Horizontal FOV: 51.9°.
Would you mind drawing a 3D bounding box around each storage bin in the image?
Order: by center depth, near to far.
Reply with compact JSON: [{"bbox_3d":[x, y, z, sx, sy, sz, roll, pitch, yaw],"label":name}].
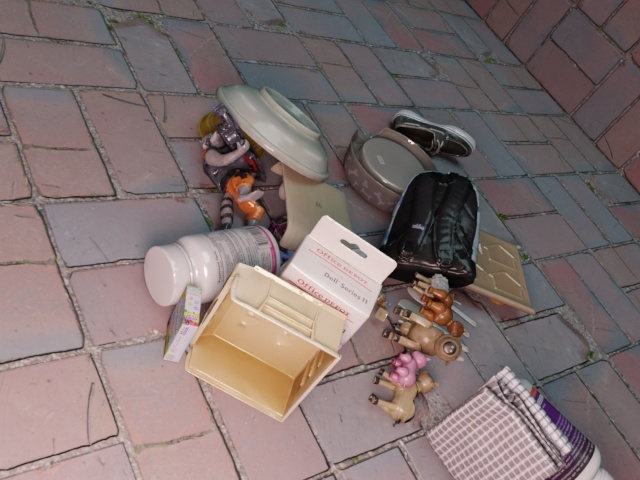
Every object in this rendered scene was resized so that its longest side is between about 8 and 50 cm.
[{"bbox_3d":[-0.120,0.212,1.370,0.260,0.262,0.123,30,39,-8],"label":"storage bin"}]

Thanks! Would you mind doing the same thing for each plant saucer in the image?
[{"bbox_3d":[-0.109,-0.332,1.867,0.400,0.100,0.400,38,17,-13],"label":"plant saucer"}]

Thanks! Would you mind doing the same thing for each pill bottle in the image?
[{"bbox_3d":[-0.246,0.058,1.512,0.283,0.160,0.160,-10,58,-41],"label":"pill bottle"},{"bbox_3d":[0.553,0.510,1.624,0.323,0.181,0.181,44,40,10],"label":"pill bottle"}]

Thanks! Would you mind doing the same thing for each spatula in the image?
[{"bbox_3d":[0.347,0.206,1.905,0.242,0.019,0.168,37,38,1],"label":"spatula"}]

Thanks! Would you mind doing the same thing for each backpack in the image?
[{"bbox_3d":[0.334,-0.040,1.929,0.290,0.273,0.355,7,69,13],"label":"backpack"}]

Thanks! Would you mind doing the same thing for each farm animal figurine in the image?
[{"bbox_3d":[0.259,0.270,1.630,0.172,0.330,0.327,27,12,-7],"label":"farm animal figurine"}]

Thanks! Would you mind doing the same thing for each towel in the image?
[{"bbox_3d":[0.388,0.459,1.476,0.121,0.283,0.235,-14,59,-42],"label":"towel"}]

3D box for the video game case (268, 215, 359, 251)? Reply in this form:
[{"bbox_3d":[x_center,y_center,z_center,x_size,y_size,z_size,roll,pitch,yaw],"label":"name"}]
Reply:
[{"bbox_3d":[0.000,0.000,1.839,0.210,0.042,0.232,48,41,16],"label":"video game case"}]

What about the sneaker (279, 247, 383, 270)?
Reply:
[{"bbox_3d":[0.033,0.109,1.632,0.316,0.127,0.182,-1,22,-22],"label":"sneaker"}]

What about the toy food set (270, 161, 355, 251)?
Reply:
[{"bbox_3d":[-0.031,-0.068,1.801,0.220,0.092,0.306,23,39,-30],"label":"toy food set"}]

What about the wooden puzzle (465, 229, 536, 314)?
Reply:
[{"bbox_3d":[0.511,0.080,2.109,0.322,0.080,0.347,22,37,-17],"label":"wooden puzzle"}]

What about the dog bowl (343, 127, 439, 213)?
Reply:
[{"bbox_3d":[0.231,-0.229,2.187,0.349,0.102,0.348,20,41,-18],"label":"dog bowl"}]

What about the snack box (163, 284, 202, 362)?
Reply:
[{"bbox_3d":[-0.290,0.176,1.379,0.037,0.141,0.100,16,44,-22],"label":"snack box"}]

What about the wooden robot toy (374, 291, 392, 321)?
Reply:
[{"bbox_3d":[0.143,0.152,1.795,0.173,0.076,0.079,60,10,26],"label":"wooden robot toy"}]

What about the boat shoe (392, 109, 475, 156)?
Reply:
[{"bbox_3d":[0.421,-0.376,2.479,0.335,0.121,0.119,20,49,-3],"label":"boat shoe"}]

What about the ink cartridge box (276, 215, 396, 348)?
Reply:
[{"bbox_3d":[-0.010,0.134,1.454,0.207,0.353,0.119,34,39,-3],"label":"ink cartridge box"}]

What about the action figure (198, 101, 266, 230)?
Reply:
[{"bbox_3d":[-0.244,-0.185,1.717,0.179,0.341,0.330,-29,54,-2],"label":"action figure"}]

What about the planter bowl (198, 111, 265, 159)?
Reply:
[{"bbox_3d":[-0.247,-0.337,1.960,0.217,0.090,0.217,20,42,-19],"label":"planter bowl"}]
